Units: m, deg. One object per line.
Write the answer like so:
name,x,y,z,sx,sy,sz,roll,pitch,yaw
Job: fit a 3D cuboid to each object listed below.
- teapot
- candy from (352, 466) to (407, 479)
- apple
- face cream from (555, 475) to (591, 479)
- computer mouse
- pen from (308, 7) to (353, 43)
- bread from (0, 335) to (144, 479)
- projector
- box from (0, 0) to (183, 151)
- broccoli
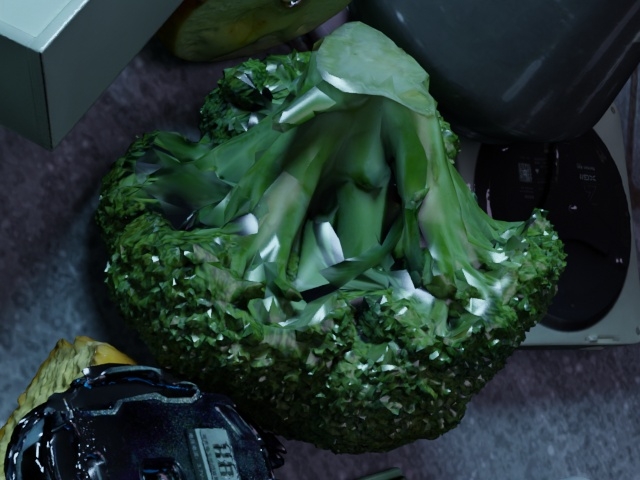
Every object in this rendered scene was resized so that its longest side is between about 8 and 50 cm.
teapot,0.239,-0.292,1.477,0.305,0.361,0.376,50,38,-2
candy,-0.015,0.221,1.415,0.262,0.077,0.073,-6,63,-48
apple,-0.065,-0.240,1.391,0.195,0.173,0.160,-10,90,-45
face cream,0.153,0.277,1.521,0.269,0.082,0.082,-7,85,-39
computer mouse,-0.112,0.156,1.092,0.241,0.077,0.147,7,58,-43
pen,0.037,-0.162,1.551,0.197,0.032,0.053,54,52,-15
bread,-0.170,0.242,1.185,0.179,0.194,0.340,32,58,-17
projector,0.216,-0.024,1.632,0.257,0.079,0.259,3,78,-43
box,-0.230,-0.214,1.222,0.225,0.117,0.225,26,57,14
broccoli,0.008,0.004,1.289,0.321,0.310,0.413,53,36,-4
